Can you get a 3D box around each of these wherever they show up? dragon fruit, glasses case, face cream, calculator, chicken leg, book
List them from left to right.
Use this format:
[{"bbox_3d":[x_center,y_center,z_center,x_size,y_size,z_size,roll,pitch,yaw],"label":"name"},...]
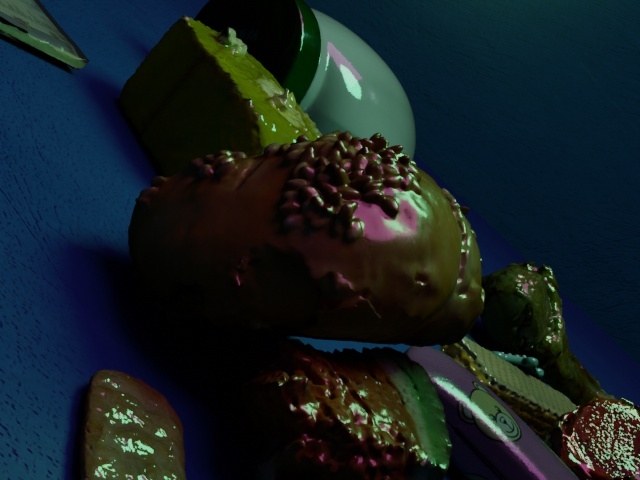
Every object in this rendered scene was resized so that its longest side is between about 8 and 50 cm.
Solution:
[{"bbox_3d":[-0.351,-0.257,0.979,0.157,0.026,0.231,48,12,28],"label":"book"},{"bbox_3d":[-0.016,-0.214,1.427,0.357,0.219,0.312,25,23,-54],"label":"face cream"},{"bbox_3d":[0.274,0.180,1.397,0.094,0.019,0.141,9,-16,11],"label":"calculator"},{"bbox_3d":[0.194,0.229,0.981,0.316,0.076,0.123,46,12,7],"label":"glasses case"},{"bbox_3d":[0.368,0.164,1.637,0.361,0.140,0.211,47,29,-38],"label":"chicken leg"},{"bbox_3d":[0.362,0.266,1.230,0.208,0.150,0.133,10,43,-58],"label":"dragon fruit"}]

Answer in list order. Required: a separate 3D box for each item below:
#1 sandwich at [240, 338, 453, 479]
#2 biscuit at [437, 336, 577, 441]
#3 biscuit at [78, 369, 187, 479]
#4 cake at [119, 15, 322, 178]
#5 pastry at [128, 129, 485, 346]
[{"bbox_3d":[0.009,0.133,0.675,0.160,0.109,0.185,29,15,-15],"label":"sandwich"},{"bbox_3d":[0.270,0.215,1.315,0.379,0.054,0.094,31,18,-46],"label":"biscuit"},{"bbox_3d":[-0.102,0.120,0.540,0.071,0.018,0.147,37,13,-23],"label":"biscuit"},{"bbox_3d":[-0.092,-0.118,1.061,0.179,0.156,0.260,20,28,-47],"label":"cake"},{"bbox_3d":[0.000,0.000,0.770,0.255,0.161,0.311,4,-5,22],"label":"pastry"}]
